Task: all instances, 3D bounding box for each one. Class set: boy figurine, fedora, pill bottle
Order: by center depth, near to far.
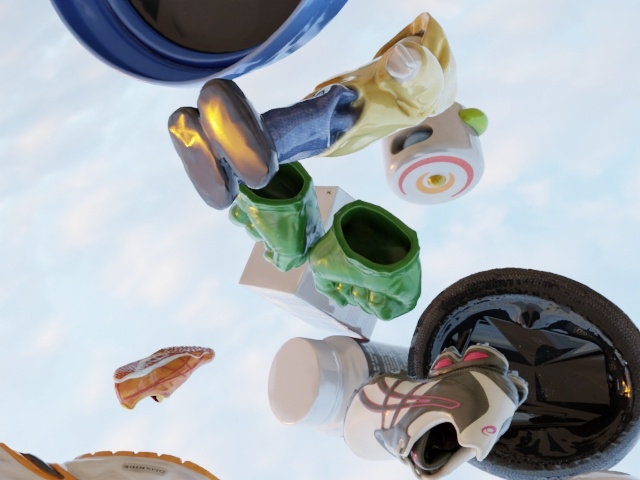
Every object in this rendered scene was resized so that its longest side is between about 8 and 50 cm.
[{"bbox_3d":[0.027,-0.118,0.602,0.285,0.092,0.177,-31,-175,-36],"label":"boy figurine"},{"bbox_3d":[0.302,0.186,1.089,0.334,0.334,0.152,-12,179,19],"label":"fedora"},{"bbox_3d":[0.067,0.241,1.221,0.161,0.283,0.161,-24,-121,47],"label":"pill bottle"}]

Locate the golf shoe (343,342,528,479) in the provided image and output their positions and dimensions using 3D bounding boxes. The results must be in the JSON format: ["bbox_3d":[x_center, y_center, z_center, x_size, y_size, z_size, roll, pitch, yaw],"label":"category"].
[{"bbox_3d":[0.099,0.204,0.822,0.273,0.105,0.120,-40,-168,46],"label":"golf shoe"}]

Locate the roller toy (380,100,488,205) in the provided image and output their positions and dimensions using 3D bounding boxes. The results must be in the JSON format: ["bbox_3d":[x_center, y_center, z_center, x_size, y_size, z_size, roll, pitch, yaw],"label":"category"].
[{"bbox_3d":[0.215,-0.162,1.443,0.191,0.209,0.146,2,-123,-9],"label":"roller toy"}]

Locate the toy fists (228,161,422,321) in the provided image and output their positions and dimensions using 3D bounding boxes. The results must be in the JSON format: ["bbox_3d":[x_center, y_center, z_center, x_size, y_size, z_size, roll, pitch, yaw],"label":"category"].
[{"bbox_3d":[0.000,0.000,0.908,0.279,0.142,0.096,30,-111,20],"label":"toy fists"}]

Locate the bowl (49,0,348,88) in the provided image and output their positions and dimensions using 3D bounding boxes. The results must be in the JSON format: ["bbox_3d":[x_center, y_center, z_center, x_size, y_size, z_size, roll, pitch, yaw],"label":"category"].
[{"bbox_3d":[-0.100,-0.323,0.614,0.391,0.391,0.077,6,-169,35],"label":"bowl"}]

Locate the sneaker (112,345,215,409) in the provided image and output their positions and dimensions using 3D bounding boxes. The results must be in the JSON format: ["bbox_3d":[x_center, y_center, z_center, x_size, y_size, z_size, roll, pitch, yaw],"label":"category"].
[{"bbox_3d":[-0.227,0.196,1.093,0.064,0.067,0.175,3,-166,44],"label":"sneaker"}]

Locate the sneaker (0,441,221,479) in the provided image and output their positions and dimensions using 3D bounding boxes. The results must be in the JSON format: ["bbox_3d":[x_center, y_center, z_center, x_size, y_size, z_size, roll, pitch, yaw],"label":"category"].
[{"bbox_3d":[-0.176,0.172,0.389,0.262,0.099,0.121,2,-130,8],"label":"sneaker"}]

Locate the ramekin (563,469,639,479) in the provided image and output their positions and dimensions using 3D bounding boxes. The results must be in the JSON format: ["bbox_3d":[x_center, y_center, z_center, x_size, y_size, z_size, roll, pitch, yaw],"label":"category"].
[{"bbox_3d":[0.274,0.329,0.684,0.207,0.207,0.109,-34,-163,-8],"label":"ramekin"}]

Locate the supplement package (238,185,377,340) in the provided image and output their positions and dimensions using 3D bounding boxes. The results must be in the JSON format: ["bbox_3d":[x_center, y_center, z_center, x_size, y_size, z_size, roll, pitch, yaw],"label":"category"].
[{"bbox_3d":[0.007,0.036,1.271,0.149,0.203,0.194,6,-112,46],"label":"supplement package"}]
